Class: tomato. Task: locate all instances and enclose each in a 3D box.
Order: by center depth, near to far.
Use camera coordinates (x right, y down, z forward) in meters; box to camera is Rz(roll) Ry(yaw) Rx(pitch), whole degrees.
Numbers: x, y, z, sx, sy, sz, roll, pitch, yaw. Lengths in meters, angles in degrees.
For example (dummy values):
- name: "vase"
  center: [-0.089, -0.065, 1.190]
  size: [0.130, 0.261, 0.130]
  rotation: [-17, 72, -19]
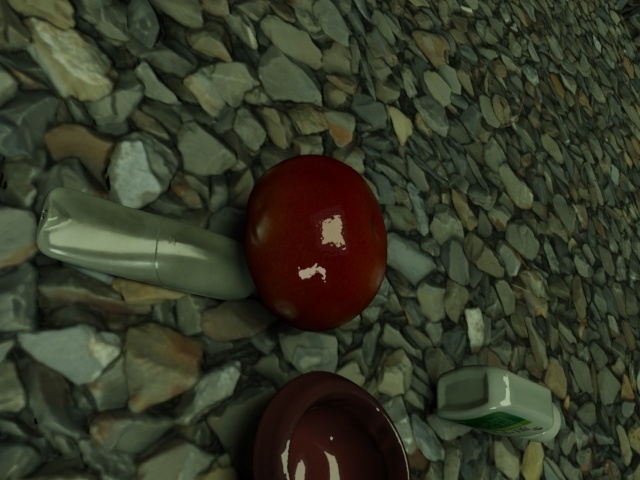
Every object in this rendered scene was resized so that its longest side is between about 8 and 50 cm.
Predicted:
- name: "tomato"
  center: [0.000, 0.000, 0.607]
  size: [0.195, 0.136, 0.195]
  rotation: [-15, 90, -69]

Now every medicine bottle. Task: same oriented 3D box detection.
- name: "medicine bottle"
  center: [0.250, 0.226, 0.752]
  size: [0.183, 0.119, 0.069]
  rotation: [25, 54, -33]

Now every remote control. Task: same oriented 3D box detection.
- name: "remote control"
  center: [-0.157, 0.007, 0.553]
  size: [0.229, 0.044, 0.073]
  rotation: [20, 63, -34]

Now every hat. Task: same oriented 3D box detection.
- name: "hat"
  center: [0.007, 0.239, 0.563]
  size: [0.206, 0.089, 0.205]
  rotation: [21, 54, -32]
